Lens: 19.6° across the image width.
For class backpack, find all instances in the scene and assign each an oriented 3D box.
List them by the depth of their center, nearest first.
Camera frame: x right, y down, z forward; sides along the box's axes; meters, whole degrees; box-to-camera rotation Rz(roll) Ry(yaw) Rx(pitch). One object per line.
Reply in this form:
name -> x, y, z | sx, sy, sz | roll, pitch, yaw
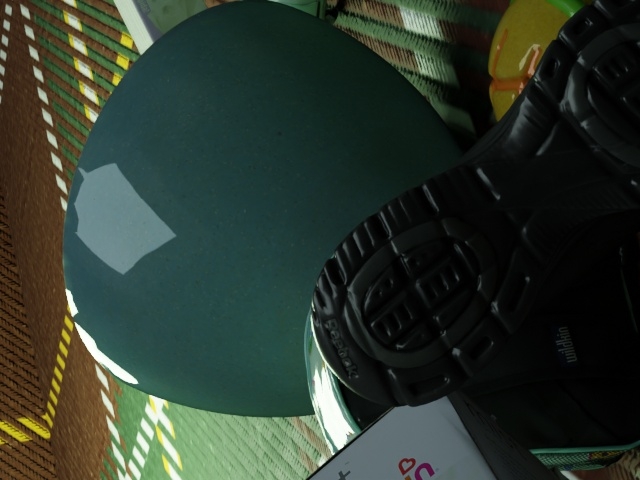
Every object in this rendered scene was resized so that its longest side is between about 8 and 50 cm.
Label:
backpack -> 0.083, 0.067, 1.078 | 0.144, 0.188, 0.166 | 130, 130, -66

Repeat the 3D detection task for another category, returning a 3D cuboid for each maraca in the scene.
maraca -> 0.156, -0.058, 0.973 | 0.186, 0.099, 0.127 | 54, 169, 15

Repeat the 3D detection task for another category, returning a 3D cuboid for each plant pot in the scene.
plant pot -> 0.000, 0.000, 1.244 | 0.195, 0.290, 0.290 | 22, 120, 39

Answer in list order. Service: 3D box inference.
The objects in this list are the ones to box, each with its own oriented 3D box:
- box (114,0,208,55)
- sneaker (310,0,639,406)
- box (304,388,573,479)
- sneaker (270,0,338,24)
box -> -0.129, -0.181, 1.670 | 0.324, 0.063, 0.067 | 64, 163, -10
sneaker -> 0.119, -0.035, 0.879 | 0.109, 0.286, 0.130 | 55, -172, 3
box -> 0.123, 0.227, 0.897 | 0.262, 0.127, 0.231 | 43, -170, -38
sneaker -> -0.003, -0.204, 1.416 | 0.256, 0.094, 0.151 | -135, 42, -69
